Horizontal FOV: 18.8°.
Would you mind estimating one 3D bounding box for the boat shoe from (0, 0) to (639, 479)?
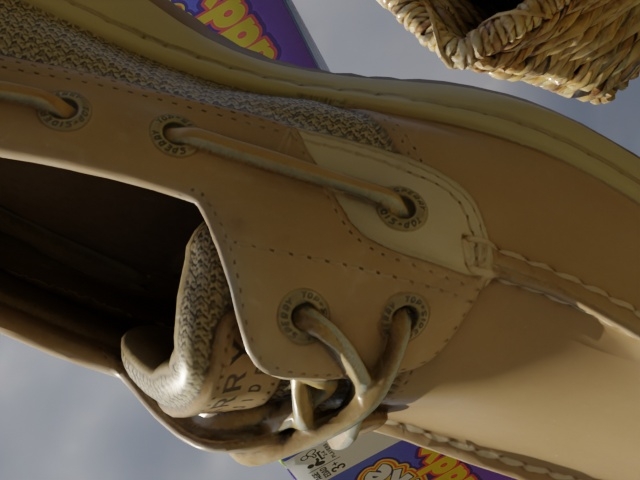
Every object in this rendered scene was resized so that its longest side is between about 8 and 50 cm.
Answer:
[{"bbox_3d":[-0.016,0.014,0.554,0.122,0.341,0.110,114,176,-45],"label":"boat shoe"}]

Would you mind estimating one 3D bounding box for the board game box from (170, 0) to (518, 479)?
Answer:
[{"bbox_3d":[0.000,0.000,0.880,0.233,0.078,0.347,58,-175,-50],"label":"board game box"}]

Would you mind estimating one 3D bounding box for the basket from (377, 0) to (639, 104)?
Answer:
[{"bbox_3d":[0.120,-0.264,1.276,0.213,0.299,0.223,-48,-29,23],"label":"basket"}]
